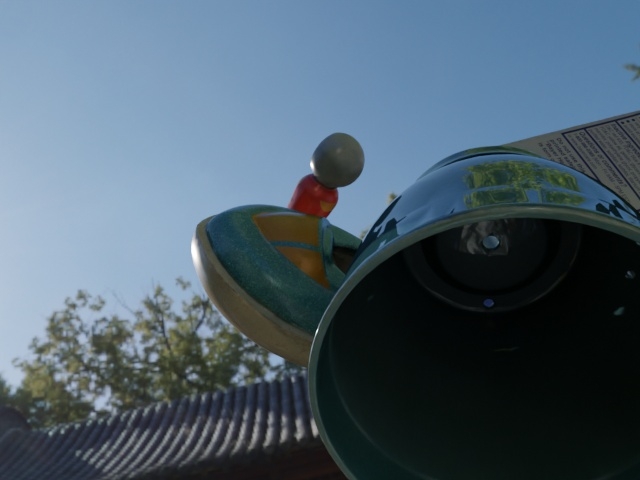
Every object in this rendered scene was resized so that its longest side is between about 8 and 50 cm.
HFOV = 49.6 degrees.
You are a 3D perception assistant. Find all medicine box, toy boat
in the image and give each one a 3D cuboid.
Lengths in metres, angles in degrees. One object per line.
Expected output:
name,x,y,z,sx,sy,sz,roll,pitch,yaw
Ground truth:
medicine box,0.277,0.005,0.872,0.289,0.149,0.264,-15,-32,-15
toy boat,0.000,0.000,0.761,0.267,0.318,0.148,25,-60,-16

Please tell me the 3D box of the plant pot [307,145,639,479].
plant pot,0.146,0.048,0.553,0.271,0.255,0.272,4,-63,8
